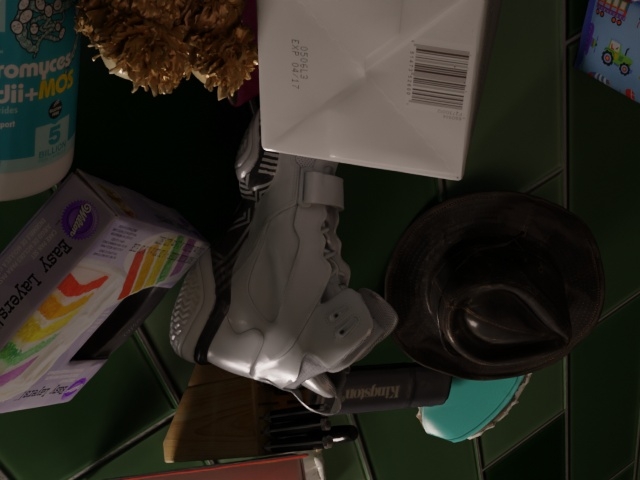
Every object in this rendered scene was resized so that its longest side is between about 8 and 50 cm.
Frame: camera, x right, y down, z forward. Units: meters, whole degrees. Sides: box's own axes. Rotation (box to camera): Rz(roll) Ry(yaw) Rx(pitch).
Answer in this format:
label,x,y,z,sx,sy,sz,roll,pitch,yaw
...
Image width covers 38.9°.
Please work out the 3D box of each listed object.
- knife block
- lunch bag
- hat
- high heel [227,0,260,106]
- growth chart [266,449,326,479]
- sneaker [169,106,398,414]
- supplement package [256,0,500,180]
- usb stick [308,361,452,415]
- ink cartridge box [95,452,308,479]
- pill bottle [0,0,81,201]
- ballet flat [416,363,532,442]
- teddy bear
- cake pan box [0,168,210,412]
label,x,y,z,sx,sy,sz,roll,pitch,yaw
knife block,-0.070,0.232,1.110,0.088,0.242,0.275,5,119,-40
lunch bag,0.452,-0.311,1.106,0.138,0.221,0.293,-25,135,-21
hat,0.257,0.091,1.244,0.332,0.134,0.331,-3,113,-7
high heel,-0.105,-0.222,0.845,0.117,0.082,0.244,-51,149,2
growth chart,-0.056,0.400,1.425,0.172,0.021,0.237,-21,133,-24
sneaker,0.000,0.000,0.962,0.365,0.210,0.137,-65,164,6
supplement package,0.070,-0.215,0.801,0.293,0.175,0.177,-68,164,-48
usb stick,0.074,0.218,1.333,0.278,0.045,0.077,1,112,-28
ink cartridge box,-0.153,0.297,1.075,0.275,0.060,0.239,-6,169,-9
pill bottle,-0.260,-0.173,0.704,0.146,0.146,0.264,-11,128,-33
ballet flat,0.292,0.139,1.420,0.147,0.147,0.408,6,119,-42
teddy bear,-0.101,-0.269,0.664,0.245,0.113,0.337,15,80,-50
cake pan box,-0.244,0.060,0.890,0.246,0.070,0.267,-46,168,2
